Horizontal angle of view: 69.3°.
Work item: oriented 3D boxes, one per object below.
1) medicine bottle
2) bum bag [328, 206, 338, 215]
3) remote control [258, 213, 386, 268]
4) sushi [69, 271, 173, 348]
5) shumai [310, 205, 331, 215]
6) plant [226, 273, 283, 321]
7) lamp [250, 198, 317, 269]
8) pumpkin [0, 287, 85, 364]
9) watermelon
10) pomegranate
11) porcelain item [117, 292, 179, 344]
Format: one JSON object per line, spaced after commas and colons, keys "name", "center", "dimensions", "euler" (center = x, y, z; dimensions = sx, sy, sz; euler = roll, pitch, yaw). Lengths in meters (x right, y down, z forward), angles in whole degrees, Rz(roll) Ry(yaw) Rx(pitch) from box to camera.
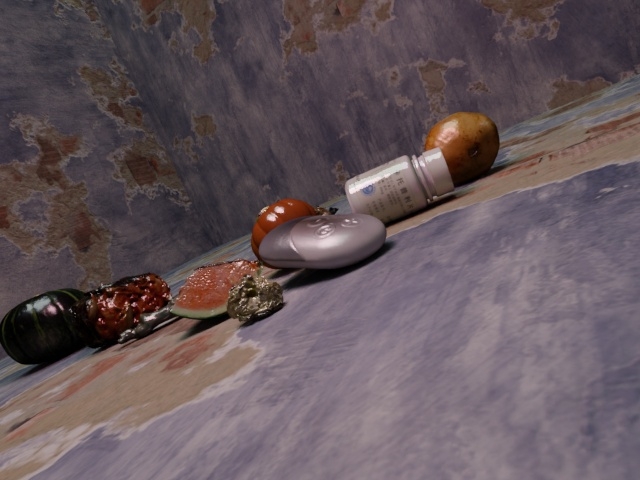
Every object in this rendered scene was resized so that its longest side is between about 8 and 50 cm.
{"name": "medicine bottle", "center": [0.232, -0.152, 1.359], "dimensions": [0.293, 0.170, 0.170], "euler": [-21, 8, 13]}
{"name": "bum bag", "center": [0.016, -0.118, 2.269], "dimensions": [0.198, 0.049, 0.087], "euler": [-32, 6, -42]}
{"name": "remote control", "center": [0.000, 0.000, 1.118], "dimensions": [0.332, 0.103, 0.221], "euler": [-2, 22, 35]}
{"name": "sushi", "center": [-0.650, 0.211, 1.509], "dimensions": [0.182, 0.196, 0.343], "euler": [-29, 4, 26]}
{"name": "shumai", "center": [-0.016, -0.041, 1.556], "dimensions": [0.145, 0.145, 0.116], "euler": [-24, 18, 5]}
{"name": "plant", "center": [-0.139, 0.133, 0.976], "dimensions": [0.116, 0.104, 0.122], "euler": [10, -31, -4]}
{"name": "lamp", "center": [-0.100, -0.017, 1.354], "dimensions": [0.223, 0.196, 0.223], "euler": [-41, -23, -22]}
{"name": "pumpkin", "center": [-0.989, 0.309, 1.701], "dimensions": [0.323, 0.241, 0.323], "euler": [-22, 8, 3]}
{"name": "watermelon", "center": [-0.243, 0.140, 1.146], "dimensions": [0.231, 0.128, 0.146], "euler": [-10, -22, -7]}
{"name": "pomegranate", "center": [0.455, -0.299, 1.497], "dimensions": [0.248, 0.248, 0.248], "euler": [-24, 7, 3]}
{"name": "porcelain item", "center": [-0.487, 0.235, 1.350], "dimensions": [0.216, 0.069, 0.081], "euler": [-31, 14, -16]}
